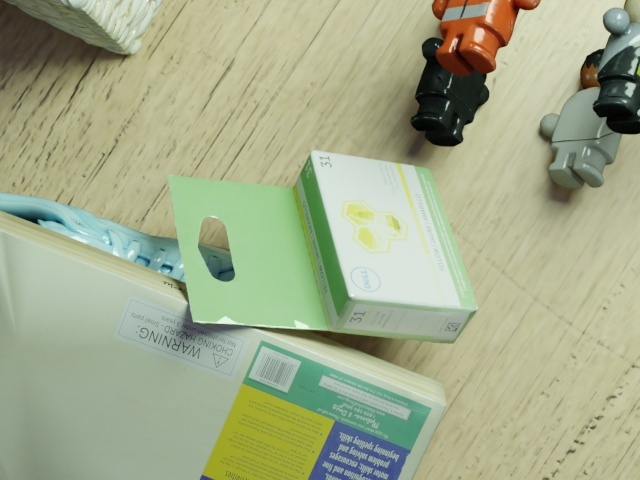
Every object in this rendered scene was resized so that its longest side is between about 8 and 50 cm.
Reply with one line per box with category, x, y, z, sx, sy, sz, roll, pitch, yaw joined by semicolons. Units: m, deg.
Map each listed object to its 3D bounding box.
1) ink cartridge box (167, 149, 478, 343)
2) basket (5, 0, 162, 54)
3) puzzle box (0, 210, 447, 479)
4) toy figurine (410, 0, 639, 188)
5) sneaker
ink cartridge box;0.000;0.000;1.283;0.235;0.056;0.171;8;45;-24
basket;-0.256;-0.378;1.328;0.331;0.266;0.328;26;85;6
puzzle box;-0.132;0.172;1.278;0.409;0.052;0.272;22;105;-6
toy figurine;0.193;-0.160;1.303;0.209;0.213;0.148;18;68;3
sneaker;-0.194;0.042;1.330;0.366;0.150;0.135;11;85;5
